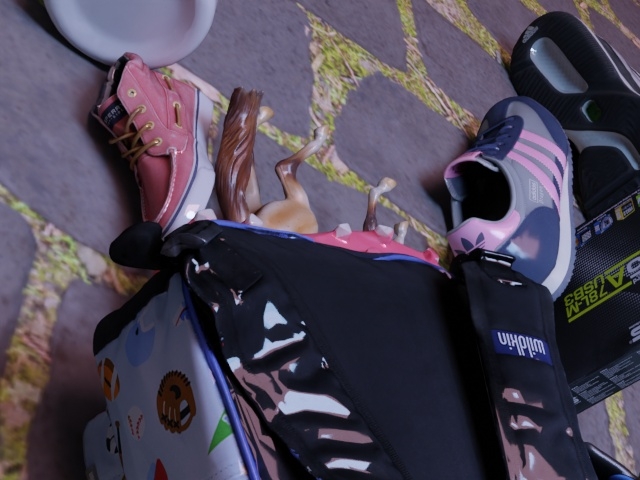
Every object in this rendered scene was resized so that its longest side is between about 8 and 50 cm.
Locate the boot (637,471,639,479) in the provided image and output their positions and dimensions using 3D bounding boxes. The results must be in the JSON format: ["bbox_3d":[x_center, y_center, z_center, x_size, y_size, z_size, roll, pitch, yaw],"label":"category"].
[{"bbox_3d":[0.279,0.311,0.692,0.236,0.089,0.269,33,67,-24],"label":"boot"}]

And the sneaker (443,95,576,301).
[{"bbox_3d":[0.188,-0.073,1.071,0.131,0.112,0.319,37,33,-24],"label":"sneaker"}]

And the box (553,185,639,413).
[{"bbox_3d":[0.273,0.054,0.971,0.045,0.190,0.184,36,35,-25],"label":"box"}]

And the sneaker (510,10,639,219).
[{"bbox_3d":[0.453,-0.112,1.380,0.257,0.169,0.447,9,48,-44],"label":"sneaker"}]

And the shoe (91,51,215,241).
[{"bbox_3d":[-0.125,-0.067,0.735,0.081,0.063,0.178,31,32,-25],"label":"shoe"}]

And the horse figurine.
[{"bbox_3d":[0.000,0.000,0.796,0.263,0.066,0.174,39,50,-32],"label":"horse figurine"}]

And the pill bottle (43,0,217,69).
[{"bbox_3d":[-0.138,-0.252,0.839,0.131,0.131,0.229,33,36,-24],"label":"pill bottle"}]

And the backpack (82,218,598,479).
[{"bbox_3d":[0.010,0.139,0.549,0.276,0.213,0.263,5,46,-39],"label":"backpack"}]

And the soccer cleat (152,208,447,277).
[{"bbox_3d":[-0.003,0.040,0.711,0.248,0.095,0.083,9,36,-36],"label":"soccer cleat"}]

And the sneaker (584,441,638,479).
[{"bbox_3d":[0.215,0.249,0.764,0.079,0.121,0.217,-18,71,-55],"label":"sneaker"}]
